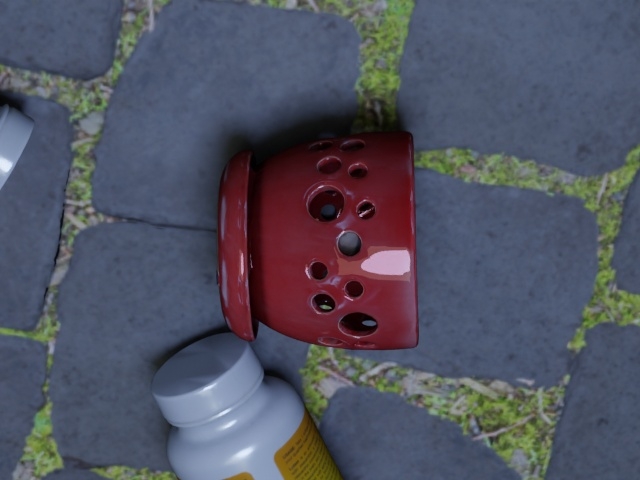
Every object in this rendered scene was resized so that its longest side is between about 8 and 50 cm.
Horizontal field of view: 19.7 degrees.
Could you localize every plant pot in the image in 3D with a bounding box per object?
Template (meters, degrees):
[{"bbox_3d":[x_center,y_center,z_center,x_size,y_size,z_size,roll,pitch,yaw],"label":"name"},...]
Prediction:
[{"bbox_3d":[0.000,0.000,1.605,0.174,0.191,0.191,0,113,1],"label":"plant pot"}]

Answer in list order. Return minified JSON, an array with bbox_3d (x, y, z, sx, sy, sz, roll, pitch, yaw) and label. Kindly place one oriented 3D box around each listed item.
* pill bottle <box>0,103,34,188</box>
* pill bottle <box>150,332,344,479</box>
[{"bbox_3d":[-0.345,-0.113,1.570,0.187,0.112,0.112,29,108,-15],"label":"pill bottle"},{"bbox_3d":[-0.060,0.213,1.719,0.136,0.136,0.245,-24,113,6],"label":"pill bottle"}]
